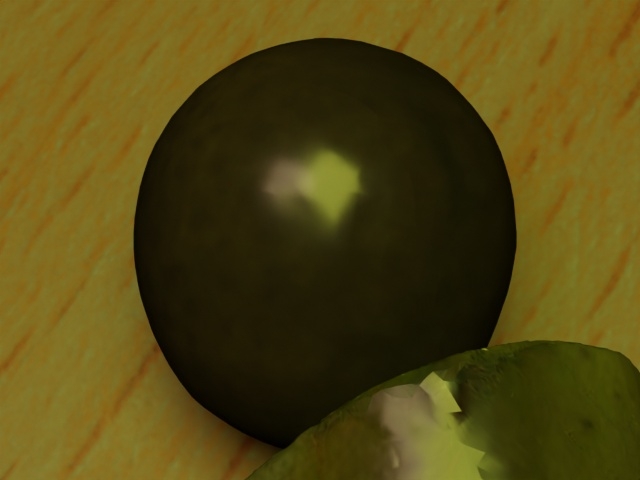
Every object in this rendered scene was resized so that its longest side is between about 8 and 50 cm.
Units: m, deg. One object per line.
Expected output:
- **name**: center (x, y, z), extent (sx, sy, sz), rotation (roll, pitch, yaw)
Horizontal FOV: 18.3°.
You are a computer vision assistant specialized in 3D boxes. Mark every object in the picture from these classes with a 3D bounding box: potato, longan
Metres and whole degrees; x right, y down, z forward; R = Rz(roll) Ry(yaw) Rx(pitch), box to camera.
- **potato**: center (0.090, 0.237, 1.152), extent (0.330, 0.213, 0.280), rotation (-18, 65, -6)
- **longan**: center (0.000, 0.000, 1.255), extent (0.258, 0.258, 0.258), rotation (0, 65, 1)
